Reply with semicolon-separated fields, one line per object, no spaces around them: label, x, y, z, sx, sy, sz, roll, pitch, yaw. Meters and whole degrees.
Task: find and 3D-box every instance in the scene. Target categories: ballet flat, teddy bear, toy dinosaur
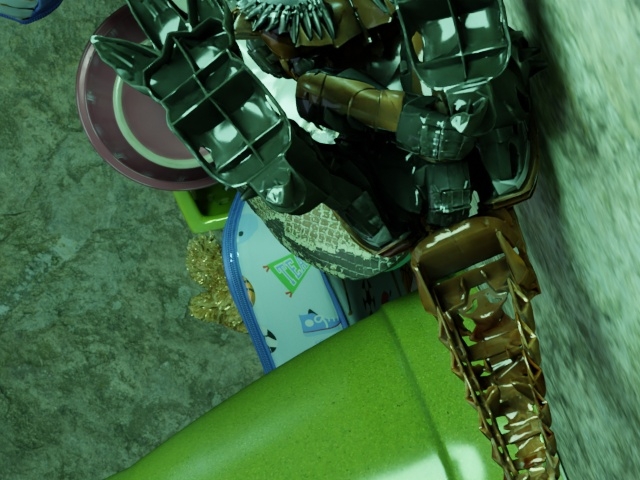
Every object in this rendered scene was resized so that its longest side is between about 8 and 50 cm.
ballet flat;-0.058;-0.163;1.147;0.182;0.164;0.483;29;-152;-36
teddy bear;-0.027;0.026;1.648;0.338;0.245;0.113;-3;-73;-53
toy dinosaur;0.043;-0.058;0.618;0.322;0.164;0.218;49;-176;26

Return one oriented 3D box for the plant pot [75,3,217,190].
plant pot;-0.137;-0.141;1.382;0.180;0.201;0.201;-134;23;-78

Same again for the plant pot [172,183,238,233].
plant pot;-0.088;-0.171;1.727;0.207;0.228;0.227;-99;-10;-67

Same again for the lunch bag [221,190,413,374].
lunch bag;0.000;0.000;1.361;0.303;0.115;0.243;-76;-31;-54

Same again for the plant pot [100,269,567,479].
plant pot;0.009;0.251;1.134;0.366;0.353;0.366;159;90;-88

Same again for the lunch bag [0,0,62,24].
lunch bag;-0.286;-0.350;1.007;0.385;0.239;0.328;60;167;-5
